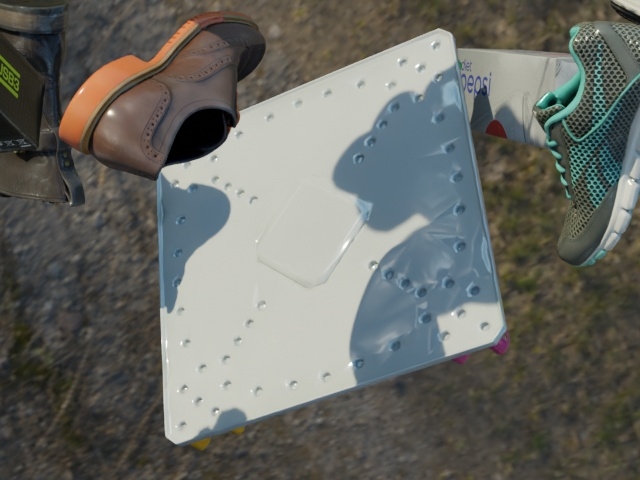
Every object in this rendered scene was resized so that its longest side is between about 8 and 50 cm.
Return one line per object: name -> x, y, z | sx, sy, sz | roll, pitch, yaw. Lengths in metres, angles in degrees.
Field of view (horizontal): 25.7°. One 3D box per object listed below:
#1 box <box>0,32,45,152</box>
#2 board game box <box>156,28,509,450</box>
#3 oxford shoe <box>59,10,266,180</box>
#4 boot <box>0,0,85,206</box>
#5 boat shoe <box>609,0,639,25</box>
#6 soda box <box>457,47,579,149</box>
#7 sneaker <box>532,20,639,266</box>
box -> -0.244, -0.085, 0.612 | 0.190, 0.184, 0.045 | -4, 68, 14
board game box -> 0.000, 0.000, 1.522 | 0.050, 0.390, 0.390 | 42, 35, -50
oxford shoe -> -0.106, -0.116, 1.183 | 0.098, 0.097, 0.271 | 35, 37, 9
boot -> -0.352, -0.157, 1.512 | 0.091, 0.263, 0.229 | -20, 119, -43
boat shoe -> 0.236, -0.131, 0.883 | 0.125, 0.038, 0.046 | 23, 48, 31
soda box -> 0.238, -0.159, 1.550 | 0.091, 0.286, 0.098 | -1, 100, -15
sneaker -> 0.162, -0.062, 0.850 | 0.076, 0.166, 0.065 | 14, 29, 0
